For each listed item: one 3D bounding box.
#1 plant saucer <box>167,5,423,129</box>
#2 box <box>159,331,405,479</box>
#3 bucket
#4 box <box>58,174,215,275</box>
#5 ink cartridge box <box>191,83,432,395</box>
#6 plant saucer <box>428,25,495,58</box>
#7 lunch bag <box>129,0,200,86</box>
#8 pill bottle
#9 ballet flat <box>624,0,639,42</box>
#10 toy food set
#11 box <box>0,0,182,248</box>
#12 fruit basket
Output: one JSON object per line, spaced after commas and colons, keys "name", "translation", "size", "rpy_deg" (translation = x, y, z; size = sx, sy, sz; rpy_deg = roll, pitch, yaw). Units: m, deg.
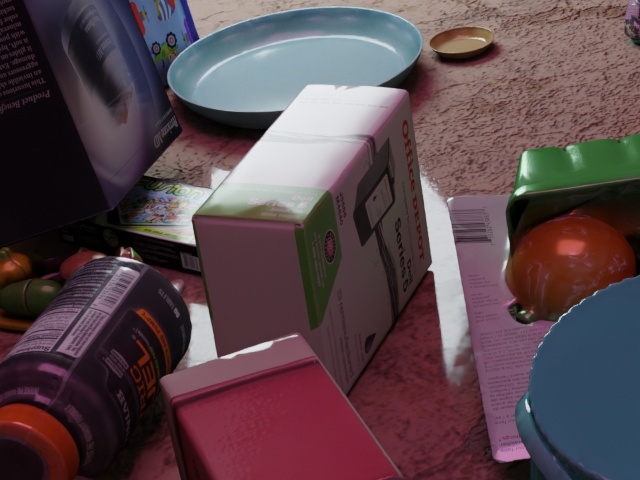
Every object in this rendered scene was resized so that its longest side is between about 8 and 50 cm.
{"name": "plant saucer", "translation": [-0.029, -0.209, 2.277], "size": [0.317, 0.044, 0.317], "rpy_deg": [-8, 28, 4]}
{"name": "box", "translation": [-0.024, 0.198, 1.407], "size": [0.127, 0.148, 0.232], "rpy_deg": [-17, 28, -13]}
{"name": "bucket", "translation": [0.272, 0.162, 1.311], "size": [0.281, 0.183, 0.281], "rpy_deg": [-8, 36, 6]}
{"name": "box", "translation": [-0.170, -0.020, 1.975], "size": [0.207, 0.036, 0.114], "rpy_deg": [12, 34, 34]}
{"name": "ink cartridge box", "translation": [0.000, 0.000, 1.713], "size": [0.115, 0.198, 0.273], "rpy_deg": [4, 31, 23]}
{"name": "plant saucer", "translation": [0.177, -0.245, 2.306], "size": [0.083, 0.015, 0.083], "rpy_deg": [-7, 28, 4]}
{"name": "lunch bag", "translation": [-0.281, -0.319, 2.290], "size": [0.138, 0.293, 0.221], "rpy_deg": [13, 35, 35]}
{"name": "pill bottle", "translation": [-0.213, 0.127, 1.617], "size": [0.130, 0.130, 0.246], "rpy_deg": [1, 30, 19]}
{"name": "ballet flat", "translation": [0.456, -0.263, 2.187], "size": [0.221, 0.079, 0.077], "rpy_deg": [15, 36, 38]}
{"name": "toy food set", "translation": [-0.248, 0.034, 1.860], "size": [0.218, 0.071, 0.128], "rpy_deg": [4, 31, 24]}
{"name": "box", "translation": [-0.306, -0.182, 1.970], "size": [0.182, 0.294, 0.296], "rpy_deg": [-16, 16, 16]}
{"name": "fruit basket", "translation": [0.291, 0.056, 1.618], "size": [0.327, 0.165, 0.353], "rpy_deg": [-9, 44, 2]}
